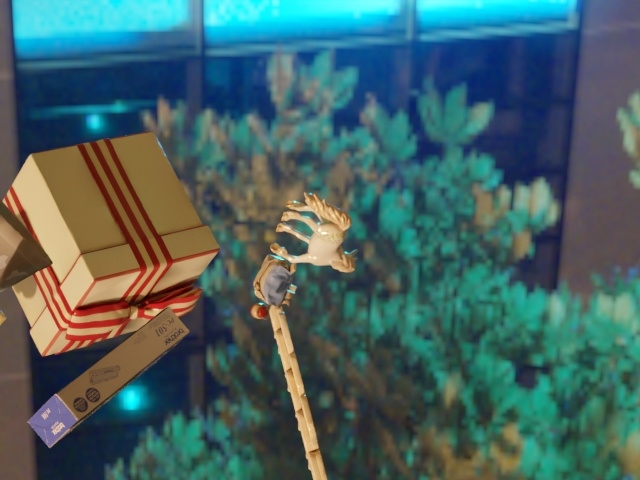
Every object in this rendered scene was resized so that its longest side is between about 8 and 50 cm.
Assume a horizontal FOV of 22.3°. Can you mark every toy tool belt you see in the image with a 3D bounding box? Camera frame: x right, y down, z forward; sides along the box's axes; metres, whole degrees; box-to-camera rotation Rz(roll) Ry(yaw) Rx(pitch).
[{"bbox_3d":[-0.057,0.062,2.031,0.052,0.083,0.051,19,179,-39],"label":"toy tool belt"}]

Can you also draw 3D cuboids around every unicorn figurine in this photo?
[{"bbox_3d":[0.000,0.000,1.978,0.111,0.060,0.162,18,162,-4],"label":"unicorn figurine"}]

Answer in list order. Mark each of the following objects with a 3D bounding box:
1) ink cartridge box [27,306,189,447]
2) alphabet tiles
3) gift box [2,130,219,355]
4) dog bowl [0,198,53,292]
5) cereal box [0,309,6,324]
[{"bbox_3d":[-0.260,0.168,2.008,0.046,0.097,0.207,50,-130,1],"label":"ink cartridge box"},{"bbox_3d":[-0.029,0.213,2.165,0.021,0.278,0.284,-15,-109,-3],"label":"alphabet tiles"},{"bbox_3d":[-0.321,0.024,2.422,0.255,0.276,0.258,-16,-113,-34],"label":"gift box"},{"bbox_3d":[-0.464,-0.068,1.872,0.102,0.349,0.349,-43,-145,-4],"label":"dog bowl"},{"bbox_3d":[-0.417,0.147,1.638,0.240,0.047,0.173,-48,-168,-9],"label":"cereal box"}]
